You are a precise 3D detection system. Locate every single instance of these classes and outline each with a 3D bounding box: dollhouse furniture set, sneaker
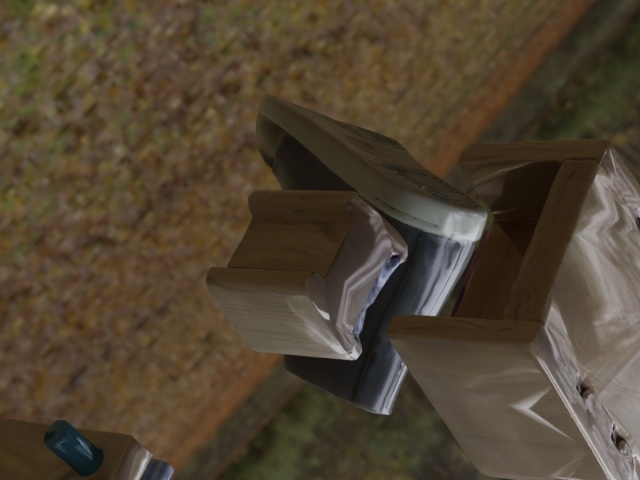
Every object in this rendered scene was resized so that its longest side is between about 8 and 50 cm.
[{"bbox_3d":[-0.043,0.141,0.546,0.303,0.198,0.286,0,-127,38],"label":"dollhouse furniture set"},{"bbox_3d":[0.000,0.000,0.890,0.118,0.083,0.222,-68,-156,11],"label":"sneaker"}]
